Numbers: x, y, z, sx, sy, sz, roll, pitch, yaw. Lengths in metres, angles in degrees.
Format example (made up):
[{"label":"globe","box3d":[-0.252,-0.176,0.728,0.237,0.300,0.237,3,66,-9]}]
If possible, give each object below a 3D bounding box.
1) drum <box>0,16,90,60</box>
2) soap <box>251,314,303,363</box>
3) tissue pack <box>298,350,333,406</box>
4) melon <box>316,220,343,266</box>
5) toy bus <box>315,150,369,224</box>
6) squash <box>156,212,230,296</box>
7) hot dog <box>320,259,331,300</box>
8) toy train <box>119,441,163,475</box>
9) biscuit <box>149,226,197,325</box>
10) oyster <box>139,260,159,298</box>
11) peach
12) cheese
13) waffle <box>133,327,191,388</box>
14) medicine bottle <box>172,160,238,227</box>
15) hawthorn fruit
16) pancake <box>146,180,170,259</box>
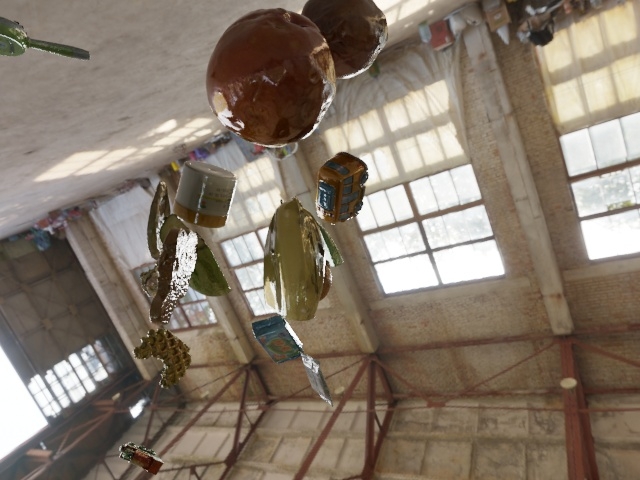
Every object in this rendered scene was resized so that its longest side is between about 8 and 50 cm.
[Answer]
[{"label":"drum","box3d":[-0.747,-0.520,1.055,0.253,0.049,0.130,-2,173,-18]},{"label":"soap","box3d":[-0.188,0.459,1.869,0.156,0.293,0.077,-22,-139,6]},{"label":"tissue pack","box3d":[-0.015,0.490,1.455,0.026,0.193,0.122,-27,-158,-26]},{"label":"melon","box3d":[-0.001,-0.001,1.553,0.053,0.262,0.114,-21,158,-28]},{"label":"toy bus","box3d":[0.055,-0.151,1.249,0.126,0.209,0.136,32,-134,28]},{"label":"squash","box3d":[-0.425,0.076,1.348,0.203,0.289,0.111,37,-116,24]},{"label":"hot dog","box3d":[-0.009,0.115,1.210,0.089,0.060,0.140,-6,-120,19]},{"label":"toy train","box3d":[-0.756,0.911,1.717,0.118,0.176,0.074,-9,-134,55]},{"label":"biscuit","box3d":[-0.377,0.081,1.049,0.047,0.183,0.320,0,-132,0]},{"label":"oyster","box3d":[-0.732,0.178,1.843,0.081,0.163,0.191,-3,-119,45]},{"label":"peach","box3d":[-0.117,-0.418,1.036,0.342,0.343,0.302,-31,153,-36]},{"label":"cheese","box3d":[-0.078,0.043,1.061,0.128,0.316,0.259,3,-177,-29]},{"label":"waffle","box3d":[-0.497,0.371,1.299,0.051,0.194,0.149,-6,-137,43]},{"label":"medicine bottle","box3d":[-0.495,-0.200,1.770,0.238,0.232,0.238,19,-164,-6]},{"label":"hawthorn fruit","box3d":[0.065,-0.708,1.389,0.308,0.308,0.325,-18,-177,19]},{"label":"pancake","box3d":[-0.581,-0.070,1.480,0.049,0.294,0.294,2,-174,-14]}]
